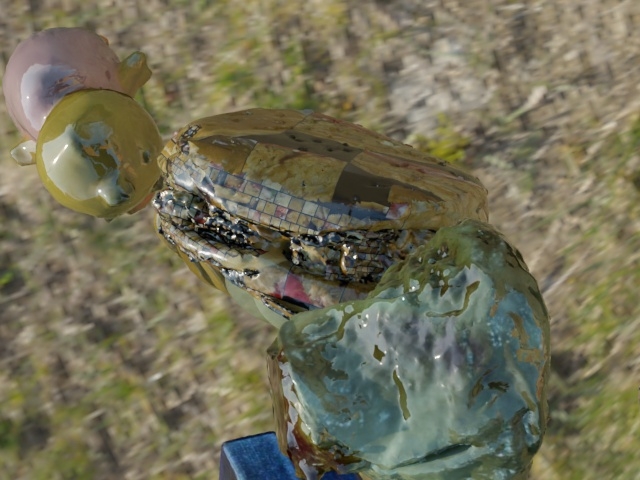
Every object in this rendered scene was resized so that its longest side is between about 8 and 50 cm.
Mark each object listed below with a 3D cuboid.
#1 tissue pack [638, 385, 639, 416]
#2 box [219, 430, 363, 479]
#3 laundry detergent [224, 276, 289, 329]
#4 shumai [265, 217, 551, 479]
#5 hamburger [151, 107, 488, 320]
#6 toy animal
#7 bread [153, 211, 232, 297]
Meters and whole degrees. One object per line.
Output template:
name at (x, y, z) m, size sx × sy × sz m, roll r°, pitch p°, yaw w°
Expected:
tissue pack at (0.210, 0.120, 1.037) m, size 0.035 × 0.063 × 0.083 m, roll -30°, pitch 110°, yaw 22°
box at (0.001, 0.341, 1.564) m, size 0.279 × 0.116 × 0.261 m, roll -123°, pitch 29°, yaw -47°
laundry detergent at (0.000, 0.000, 1.596) m, size 0.091 × 0.253 × 0.181 m, roll 39°, pitch 90°, yaw -14°
shumai at (0.027, 0.048, 0.686) m, size 0.099 × 0.087 × 0.124 m, roll -111°, pitch 26°, yaw -43°
hamburger at (0.006, -0.018, 1.202) m, size 0.231 × 0.231 × 0.107 m, roll 21°, pitch 111°, yaw 21°
toy animal at (-0.262, -0.127, 2.105) m, size 0.195 × 0.169 × 0.281 m, roll -37°, pitch 53°, yaw 5°
bread at (-0.071, 0.016, 1.862) m, size 0.225 × 0.134 × 0.081 m, roll 24°, pitch 71°, yaw 47°
